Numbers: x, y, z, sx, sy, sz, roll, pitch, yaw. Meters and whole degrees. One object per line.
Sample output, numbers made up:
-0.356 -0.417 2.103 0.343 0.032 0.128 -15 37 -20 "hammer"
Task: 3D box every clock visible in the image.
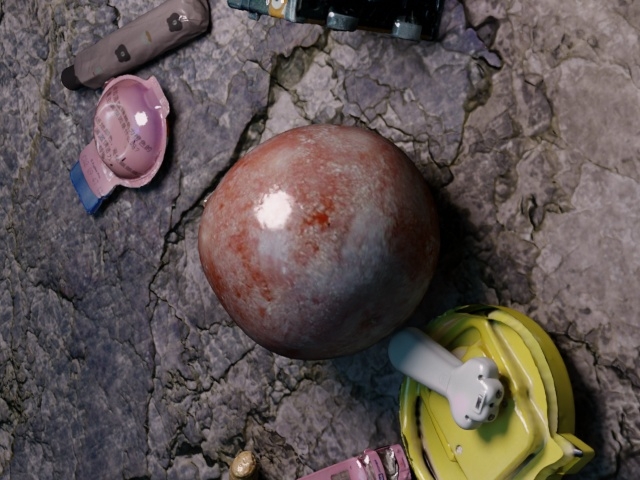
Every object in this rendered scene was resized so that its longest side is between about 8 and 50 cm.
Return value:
0.218 0.224 1.625 0.277 0.071 0.293 -47 53 37 "clock"

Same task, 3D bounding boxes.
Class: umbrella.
-0.306 -0.312 2.049 0.337 0.067 0.073 -20 59 40 "umbrella"

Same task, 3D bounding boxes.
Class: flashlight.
0.158 0.168 1.611 0.200 0.048 0.093 30 109 50 "flashlight"

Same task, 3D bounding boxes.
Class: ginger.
-0.146 0.440 1.954 0.089 0.075 0.288 -99 28 -65 "ginger"

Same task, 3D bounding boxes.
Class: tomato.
0.000 0.000 1.642 0.316 0.317 0.282 -56 51 28 "tomato"

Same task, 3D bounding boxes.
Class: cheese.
-0.330 -0.156 2.075 0.286 0.074 0.189 -46 63 37 "cheese"

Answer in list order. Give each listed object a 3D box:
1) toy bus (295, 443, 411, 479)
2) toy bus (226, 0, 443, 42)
0.040 0.334 1.756 0.203 0.090 0.063 -35 69 52 "toy bus"
0.023 -0.338 1.628 0.167 0.275 0.138 21 106 40 "toy bus"
